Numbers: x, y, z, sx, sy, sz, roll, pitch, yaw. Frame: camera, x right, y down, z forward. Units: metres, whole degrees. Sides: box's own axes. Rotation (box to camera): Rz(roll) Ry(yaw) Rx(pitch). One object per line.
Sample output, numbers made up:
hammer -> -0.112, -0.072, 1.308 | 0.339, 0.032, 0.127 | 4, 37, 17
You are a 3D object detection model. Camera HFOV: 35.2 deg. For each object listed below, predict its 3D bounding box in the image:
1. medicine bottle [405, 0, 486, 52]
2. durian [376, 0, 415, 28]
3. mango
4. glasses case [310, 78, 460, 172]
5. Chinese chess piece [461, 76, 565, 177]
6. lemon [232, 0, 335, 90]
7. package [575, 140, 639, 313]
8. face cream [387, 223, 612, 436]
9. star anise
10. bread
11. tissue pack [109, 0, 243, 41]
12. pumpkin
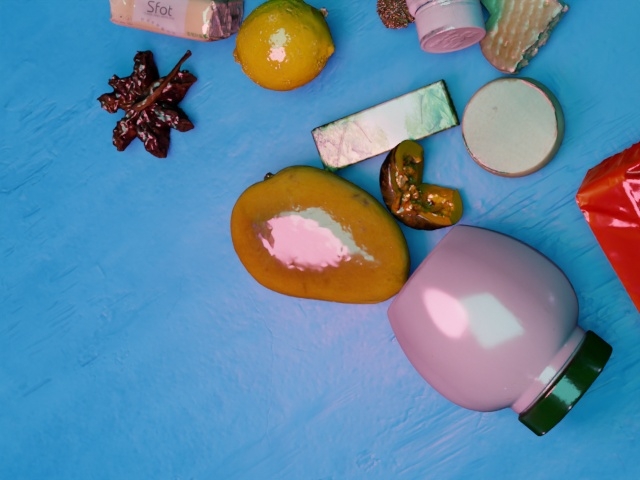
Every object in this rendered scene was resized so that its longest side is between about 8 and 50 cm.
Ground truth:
medicine bottle -> 0.217, -0.482, 1.835 | 0.143, 0.143, 0.258 | -13, 81, 16
durian -> 0.145, -0.443, 1.911 | 0.080, 0.080, 0.091 | -22, 84, 16
mango -> 0.000, 0.000, 1.911 | 0.365, 0.182, 0.253 | 25, 104, 19
glasses case -> 0.124, -0.217, 1.936 | 0.272, 0.062, 0.095 | -19, 94, 16
Chinese chess piece -> 0.355, -0.210, 1.863 | 0.188, 0.083, 0.188 | 2, 96, 18
lemon -> -0.073, -0.373, 1.927 | 0.206, 0.173, 0.173 | -16, 88, 25
package -> 0.618, 0.023, 1.748 | 0.196, 0.123, 0.424 | -32, 84, 45
face cream -> 0.319, 0.161, 1.818 | 0.357, 0.219, 0.312 | 40, 102, 10
star anise -> -0.356, -0.276, 2.039 | 0.190, 0.126, 0.220 | 2, 96, 19
bread -> 0.370, -0.422, 1.847 | 0.172, 0.064, 0.232 | -7, 89, 28
tissue pack -> -0.280, -0.453, 1.975 | 0.222, 0.186, 0.090 | 15, 110, 14
pumpkin -> 0.173, -0.092, 1.899 | 0.107, 0.119, 0.183 | -28, 101, 47
